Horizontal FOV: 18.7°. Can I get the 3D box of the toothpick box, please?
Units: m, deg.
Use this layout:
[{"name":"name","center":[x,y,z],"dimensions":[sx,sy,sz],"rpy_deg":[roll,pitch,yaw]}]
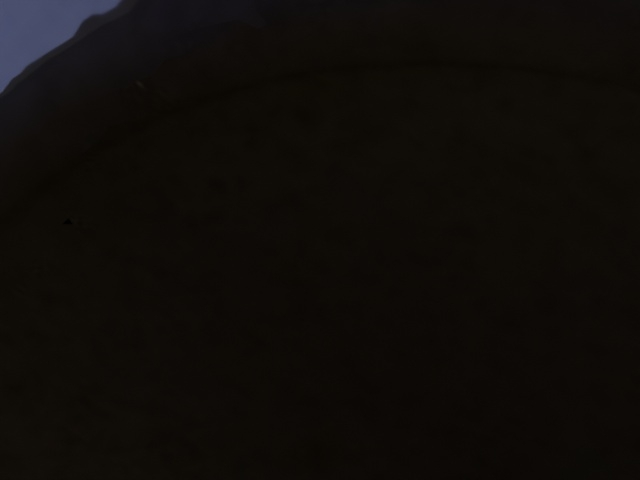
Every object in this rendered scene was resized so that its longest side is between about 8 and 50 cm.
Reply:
[{"name":"toothpick box","center":[0.066,-0.055,0.573],"dimensions":[0.409,0.409,0.425],"rpy_deg":[-60,7,37]}]
